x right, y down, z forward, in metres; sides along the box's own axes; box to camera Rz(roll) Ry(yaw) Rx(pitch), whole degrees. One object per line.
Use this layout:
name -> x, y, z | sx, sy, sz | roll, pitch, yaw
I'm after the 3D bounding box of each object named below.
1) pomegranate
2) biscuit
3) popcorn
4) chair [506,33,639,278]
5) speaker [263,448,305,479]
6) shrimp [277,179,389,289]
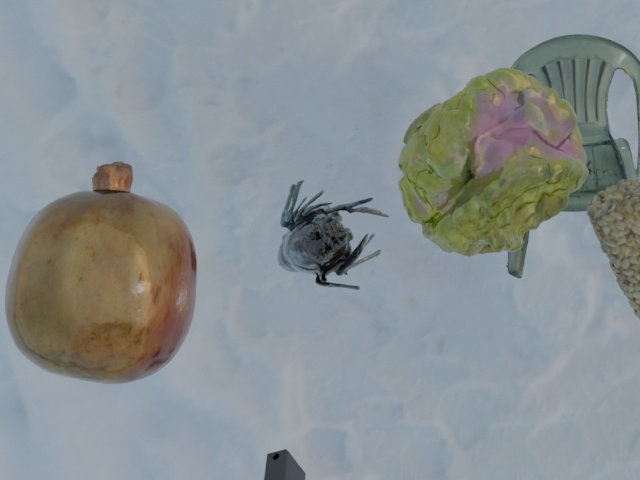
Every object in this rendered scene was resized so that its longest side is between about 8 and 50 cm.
pomegranate -> -0.262, 0.036, 1.286 | 0.229, 0.252, 0.270 | 9, 90, -10
biscuit -> 0.371, 0.011, 1.215 | 0.082, 0.070, 0.168 | -24, 113, 15
popcorn -> 0.125, -0.056, 0.789 | 0.125, 0.126, 0.145 | 30, 81, -20
chair -> 0.341, -0.113, 1.392 | 0.203, 0.275, 0.190 | -4, 135, 13
speaker -> -0.068, 0.470, 1.814 | 0.044, 0.218, 0.082 | -19, 127, 19
shrimp -> -0.002, 0.002, 1.884 | 0.221, 0.166, 0.410 | 52, 157, -4
